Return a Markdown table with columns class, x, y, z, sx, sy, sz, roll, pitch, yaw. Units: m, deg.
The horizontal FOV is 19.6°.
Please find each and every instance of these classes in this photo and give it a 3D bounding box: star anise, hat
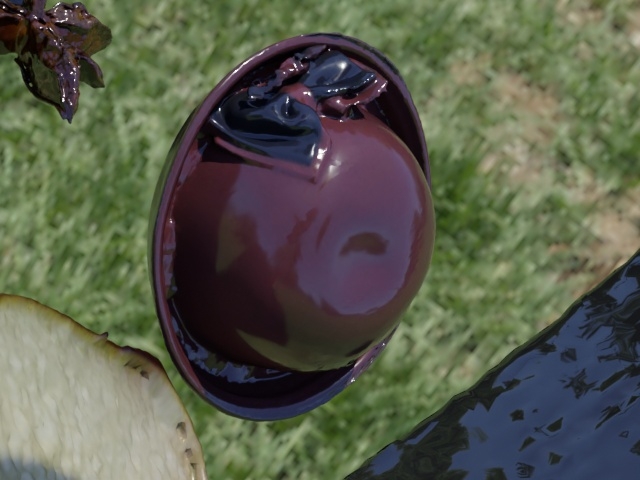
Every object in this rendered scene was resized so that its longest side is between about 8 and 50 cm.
| class | x | y | z | sx | sy | sz | roll | pitch | yaw |
| --- | --- | --- | --- | --- | --- | --- | --- | --- | --- |
| star anise | -0.208 | -0.189 | 1.424 | 0.140 | 0.144 | 0.158 | 31 | 27 | -1 |
| hat | 0.000 | 0.000 | 0.937 | 0.205 | 0.205 | 0.089 | -10 | 24 | -43 |

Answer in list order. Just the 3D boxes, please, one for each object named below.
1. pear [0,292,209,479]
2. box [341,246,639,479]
| class | x | y | z | sx | sy | sz | roll | pitch | yaw |
| --- | --- | --- | --- | --- | --- | --- | --- | --- | --- |
| pear | -0.160 | 0.205 | 0.771 | 0.386 | 0.191 | 0.340 | -53 | 125 | -75 |
| box | 0.159 | 0.030 | 0.343 | 0.350 | 0.058 | 0.211 | -34 | 33 | -20 |
